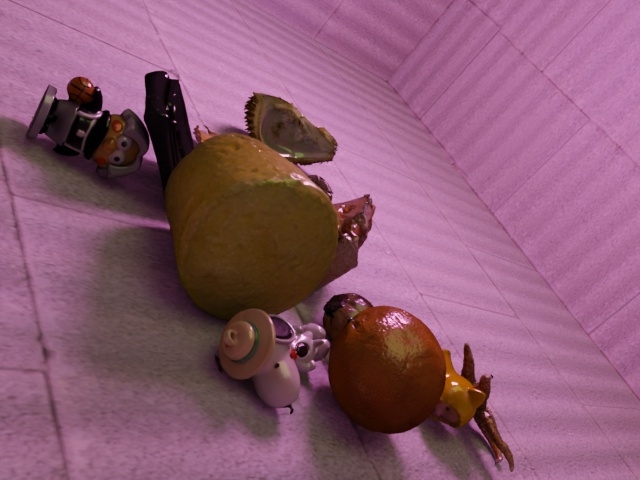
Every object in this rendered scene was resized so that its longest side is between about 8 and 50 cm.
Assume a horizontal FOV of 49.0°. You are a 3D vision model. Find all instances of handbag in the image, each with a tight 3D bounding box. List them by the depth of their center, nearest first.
[{"bbox_3d":[-0.341,-0.224,1.602,0.088,0.275,0.244,-7,38,-5],"label":"handbag"}]

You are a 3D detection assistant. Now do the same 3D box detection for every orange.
[{"bbox_3d":[0.136,0.267,1.475,0.264,0.264,0.264,34,25,-18],"label":"orange"}]

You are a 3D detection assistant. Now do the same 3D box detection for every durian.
[{"bbox_3d":[-0.102,-0.345,2.225,0.394,0.198,0.163,28,26,-35],"label":"durian"}]

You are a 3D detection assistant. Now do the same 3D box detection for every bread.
[{"bbox_3d":[-0.156,-0.031,1.468,0.348,0.348,0.308,24,18,-36],"label":"bread"}]

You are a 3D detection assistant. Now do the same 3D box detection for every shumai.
[{"bbox_3d":[-0.009,-0.144,2.171,0.124,0.099,0.087,50,8,13],"label":"shumai"}]

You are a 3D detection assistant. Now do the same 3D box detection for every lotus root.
[{"bbox_3d":[0.096,0.212,1.672,0.214,0.138,0.138,40,23,-8],"label":"lotus root"}]

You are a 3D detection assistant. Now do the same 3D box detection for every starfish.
[{"bbox_3d":[0.396,0.404,1.756,0.299,0.060,0.303,-110,-176,-59],"label":"starfish"}]

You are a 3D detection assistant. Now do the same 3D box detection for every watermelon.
[{"bbox_3d":[-0.003,0.014,1.782,0.264,0.301,0.151,-74,152,-65],"label":"watermelon"}]

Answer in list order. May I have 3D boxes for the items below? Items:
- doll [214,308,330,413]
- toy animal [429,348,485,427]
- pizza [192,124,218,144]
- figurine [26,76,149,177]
[{"bbox_3d":[-0.090,0.210,1.397,0.208,0.143,0.271,61,25,-10],"label":"doll"},{"bbox_3d":[0.291,0.347,1.718,0.230,0.156,0.156,48,23,26],"label":"toy animal"},{"bbox_3d":[-0.244,-0.208,1.928,0.297,0.071,0.189,38,36,-3],"label":"pizza"},{"bbox_3d":[-0.478,-0.237,1.489,0.236,0.176,0.133,25,15,-27],"label":"figurine"}]
